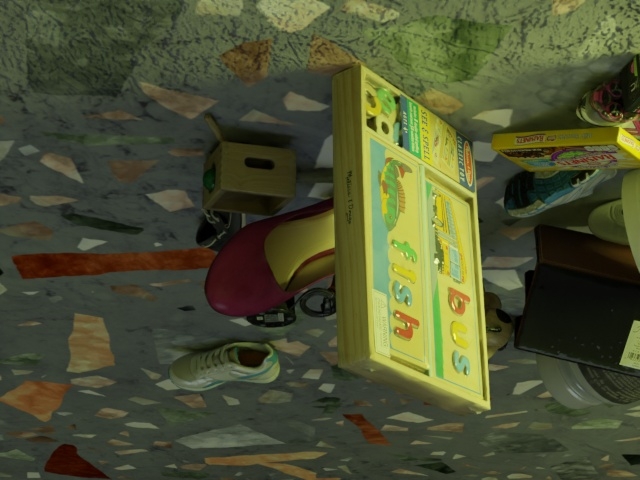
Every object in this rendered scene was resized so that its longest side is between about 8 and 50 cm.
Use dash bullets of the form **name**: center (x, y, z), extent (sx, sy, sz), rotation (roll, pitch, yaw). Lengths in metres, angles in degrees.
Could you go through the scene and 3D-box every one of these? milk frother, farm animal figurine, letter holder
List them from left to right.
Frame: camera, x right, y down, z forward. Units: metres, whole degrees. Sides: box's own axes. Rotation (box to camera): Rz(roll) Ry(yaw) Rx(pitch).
- **milk frother**: center (-0.047, 0.065, 2.061), extent (0.143, 0.135, 0.129), rotation (7, 155, -16)
- **farm animal figurine**: center (0.196, 0.110, 2.080), extent (0.330, 0.172, 0.327), rotation (31, 169, 27)
- **letter holder**: center (0.471, 0.097, 1.953), extent (0.302, 0.214, 0.152), rotation (13, 111, 4)

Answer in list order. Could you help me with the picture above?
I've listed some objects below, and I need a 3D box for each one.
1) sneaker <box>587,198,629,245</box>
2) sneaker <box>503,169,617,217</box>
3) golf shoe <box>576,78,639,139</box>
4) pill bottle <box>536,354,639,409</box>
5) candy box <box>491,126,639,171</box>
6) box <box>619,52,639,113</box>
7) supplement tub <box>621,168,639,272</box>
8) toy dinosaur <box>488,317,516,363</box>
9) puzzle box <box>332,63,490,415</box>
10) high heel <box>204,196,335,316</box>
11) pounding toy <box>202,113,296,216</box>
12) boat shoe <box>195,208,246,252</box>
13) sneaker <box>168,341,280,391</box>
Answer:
- **sneaker**: center (0.534, -0.012, 1.966), extent (0.217, 0.079, 0.121), rotation (-4, 156, 8)
- **sneaker**: center (0.359, -0.078, 1.841), extent (0.083, 0.071, 0.190), rotation (14, 152, -40)
- **golf shoe**: center (0.435, -0.168, 1.657), extent (0.186, 0.067, 0.086), rotation (14, 168, -13)
- **pill bottle**: center (0.575, 0.182, 2.234), extent (0.204, 0.204, 0.361), rotation (16, 150, -31)
- **candy box**: center (0.350, -0.125, 1.716), extent (0.206, 0.027, 0.105), rotation (1, 165, 45)
- **box**: center (0.436, -0.197, 1.587), extent (0.083, 0.062, 0.052), rotation (6, 155, -13)
- **supplement tub**: center (0.603, -0.045, 1.720), extent (0.316, 0.228, 0.228), rotation (-16, 151, 29)
- **toy dinosaur**: center (0.278, 0.216, 2.409), extent (0.313, 0.121, 0.160), rotation (-7, 168, 24)
- **puzzle box**: center (0.120, 0.004, 1.610), extent (0.052, 0.409, 0.272), rotation (-19, 150, 34)
- **high heel**: center (0.000, 0.000, 1.781), extent (0.181, 0.127, 0.377), rotation (-15, -166, 43)
- **pounding toy**: center (-0.114, -0.105, 1.766), extent (0.141, 0.100, 0.130), rotation (6, 164, -19)
- **boat shoe**: center (-0.155, -0.031, 1.927), extent (0.065, 0.075, 0.206), rotation (2, 160, -12)
- **sneaker**: center (-0.200, 0.249, 2.528), extent (0.228, 0.087, 0.092), rotation (-7, 148, -1)
